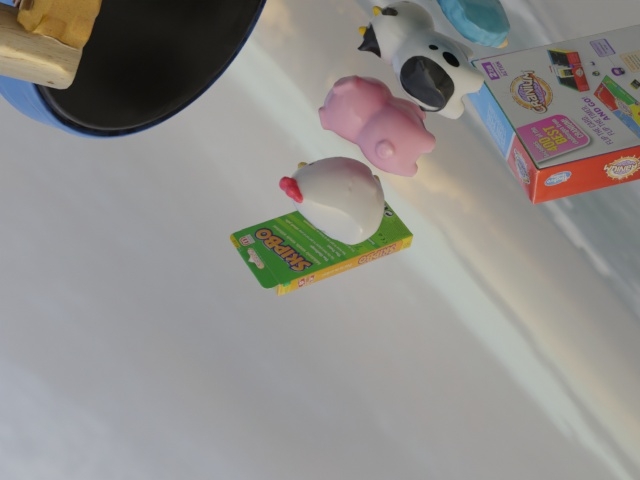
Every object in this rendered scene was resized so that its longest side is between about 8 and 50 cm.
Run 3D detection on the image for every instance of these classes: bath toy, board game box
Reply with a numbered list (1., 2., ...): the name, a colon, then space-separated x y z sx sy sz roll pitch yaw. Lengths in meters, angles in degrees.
1. bath toy: 0.064 -0.153 1.415 0.129 0.348 0.151 15 -148 -29
2. board game box: 0.000 0.000 1.888 0.124 0.259 0.039 53 149 34
3. board game box: 0.388 -0.183 1.683 0.064 0.316 0.242 87 167 -46

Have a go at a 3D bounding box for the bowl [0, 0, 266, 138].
1. bowl: -0.194 -0.286 1.348 0.077 0.391 0.391 36 -178 28

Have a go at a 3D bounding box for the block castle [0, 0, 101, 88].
1. block castle: -0.239 -0.365 0.940 0.212 0.303 0.453 16 -134 -20
